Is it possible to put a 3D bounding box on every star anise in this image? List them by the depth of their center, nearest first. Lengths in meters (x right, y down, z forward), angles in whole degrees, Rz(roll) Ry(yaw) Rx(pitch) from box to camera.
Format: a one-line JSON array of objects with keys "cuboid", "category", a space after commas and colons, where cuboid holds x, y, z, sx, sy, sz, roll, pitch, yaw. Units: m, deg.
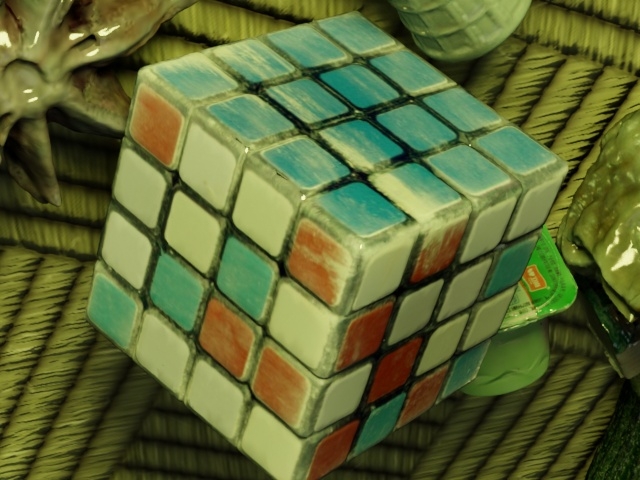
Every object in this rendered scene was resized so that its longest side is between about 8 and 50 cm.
[{"cuboid": [-0.233, -0.167, 1.229, 0.316, 0.139, 0.359, 24, 107, -46], "category": "star anise"}]

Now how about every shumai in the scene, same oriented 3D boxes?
[{"cuboid": [0.369, -0.016, 1.480, 0.260, 0.222, 0.225, -46, 136, 0], "category": "shumai"}]

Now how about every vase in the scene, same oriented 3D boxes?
[{"cuboid": [0.047, -0.259, 1.229, 0.143, 0.143, 0.299, -36, 134, 14], "category": "vase"}]

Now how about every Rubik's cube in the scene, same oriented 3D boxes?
[{"cuboid": [0.000, 0.000, 1.300, 0.256, 0.259, 0.253, -23, 144, -43], "category": "Rubik's cube"}]

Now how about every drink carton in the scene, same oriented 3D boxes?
[{"cuboid": [0.160, 0.068, 1.557, 0.144, 0.146, 0.142, -16, 141, -5], "category": "drink carton"}]

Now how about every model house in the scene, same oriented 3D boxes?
[{"cuboid": [0.323, 0.069, 1.631, 0.100, 0.100, 0.087, -24, 131, 1], "category": "model house"}]

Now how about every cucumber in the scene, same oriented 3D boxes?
[{"cuboid": [0.350, 0.237, 1.808, 0.077, 0.077, 0.265, -3, 131, -17], "category": "cucumber"}]
